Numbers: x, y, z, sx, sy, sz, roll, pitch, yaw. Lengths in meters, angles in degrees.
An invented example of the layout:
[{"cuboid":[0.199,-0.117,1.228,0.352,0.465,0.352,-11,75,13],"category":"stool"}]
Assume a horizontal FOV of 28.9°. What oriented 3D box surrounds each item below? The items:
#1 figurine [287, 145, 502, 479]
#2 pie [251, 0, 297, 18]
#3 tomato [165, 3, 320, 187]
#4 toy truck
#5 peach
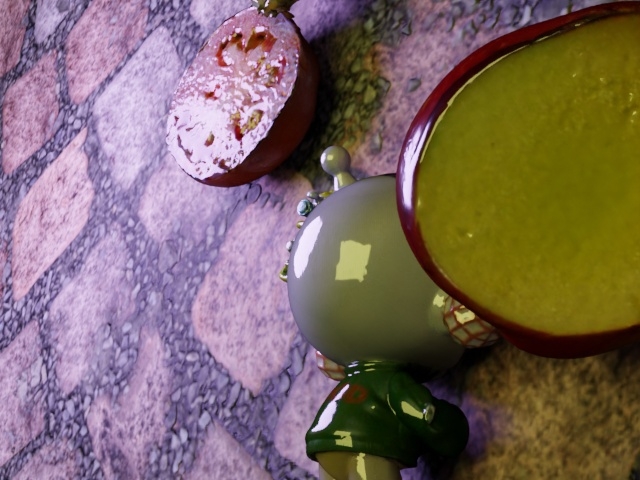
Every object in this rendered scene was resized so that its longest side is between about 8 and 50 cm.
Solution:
[{"cuboid":[0.052,0.102,1.081,0.281,0.167,0.370,-25,59,59],"category":"figurine"},{"cuboid":[0.008,-0.415,1.391,0.288,0.103,0.354,-17,47,44],"category":"pie"},{"cuboid":[-0.076,-0.158,1.419,0.225,0.085,0.225,-28,49,37],"category":"tomato"},{"cuboid":[0.000,0.000,1.257,0.076,0.077,0.111,12,82,52],"category":"toy truck"},{"cuboid":[0.202,-0.062,0.912,0.275,0.248,0.245,-34,26,25],"category":"peach"}]
